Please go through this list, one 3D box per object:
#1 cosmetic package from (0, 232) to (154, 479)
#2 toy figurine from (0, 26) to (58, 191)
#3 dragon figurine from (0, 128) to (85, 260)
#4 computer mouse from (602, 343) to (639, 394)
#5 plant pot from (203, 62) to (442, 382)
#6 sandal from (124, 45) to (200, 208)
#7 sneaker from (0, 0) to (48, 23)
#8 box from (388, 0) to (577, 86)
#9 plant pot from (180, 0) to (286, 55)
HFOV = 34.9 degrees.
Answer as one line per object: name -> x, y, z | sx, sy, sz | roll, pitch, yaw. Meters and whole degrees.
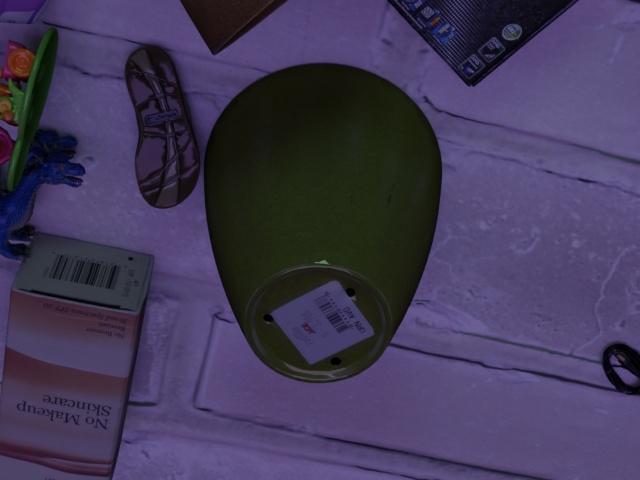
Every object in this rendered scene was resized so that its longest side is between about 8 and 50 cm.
cosmetic package -> -0.303, 0.157, 1.240 | 0.153, 0.129, 0.296 | 10, 121, -7
toy figurine -> -0.366, -0.152, 1.029 | 0.159, 0.130, 0.173 | 15, 92, -10
dragon figurine -> -0.401, -0.052, 1.139 | 0.289, 0.085, 0.144 | -3, 119, -2
computer mouse -> 0.455, 0.209, 1.309 | 0.242, 0.041, 0.071 | 32, 117, -16
plant pot -> 0.000, 0.000, 1.044 | 0.275, 0.293, 0.274 | 1, 121, 1
sandal -> -0.173, -0.125, 1.120 | 0.072, 0.049, 0.180 | -8, 106, 0
sneaker -> -0.298, -0.337, 0.967 | 0.161, 0.102, 0.282 | 11, 131, -9
box -> 0.160, -0.279, 1.017 | 0.184, 0.045, 0.191 | -37, 114, 23
plant pot -> -0.084, -0.337, 0.903 | 0.237, 0.237, 0.254 | -36, 99, 20
